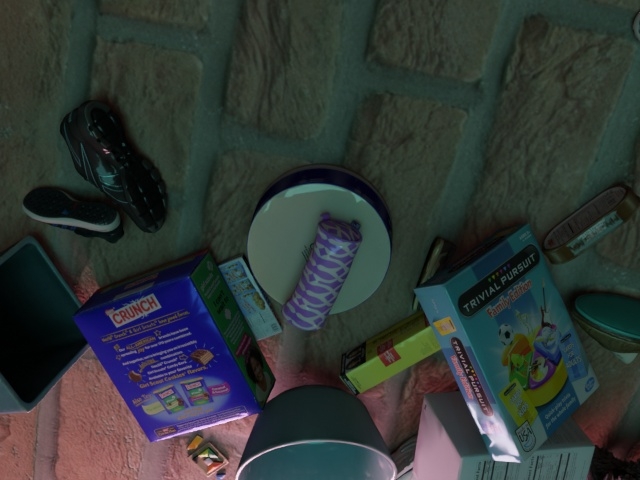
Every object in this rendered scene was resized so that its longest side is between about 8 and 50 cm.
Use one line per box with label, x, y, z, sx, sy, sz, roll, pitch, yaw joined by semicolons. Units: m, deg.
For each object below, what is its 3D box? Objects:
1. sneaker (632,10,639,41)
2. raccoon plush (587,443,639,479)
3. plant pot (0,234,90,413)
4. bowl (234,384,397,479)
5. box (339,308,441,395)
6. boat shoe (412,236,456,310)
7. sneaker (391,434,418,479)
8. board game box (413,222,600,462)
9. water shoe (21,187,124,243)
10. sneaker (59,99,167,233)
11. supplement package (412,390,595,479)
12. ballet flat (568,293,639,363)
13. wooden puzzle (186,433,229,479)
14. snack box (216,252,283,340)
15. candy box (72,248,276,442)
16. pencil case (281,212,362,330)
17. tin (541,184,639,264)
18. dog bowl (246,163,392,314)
sneaker;0.612;-0.373;1.254;0.229;0.132;0.086;-36;106;18
raccoon plush;0.665;0.519;1.503;0.299;0.446;0.216;1;87;5
plant pot;-0.633;0.179;1.539;0.252;0.247;0.248;-18;112;31
bowl;-0.012;0.399;1.587;0.311;0.163;0.311;-2;137;-2
box;0.148;0.210;1.566;0.232;0.087;0.058;-31;107;17
boat shoe;0.213;0.070;1.516;0.049;0.056;0.152;18;113;2
sneaker;0.162;0.510;1.697;0.235;0.090;0.095;-38;115;19
board game box;0.335;0.175;1.416;0.079;0.254;0.336;-15;102;54
water shoe;-0.467;-0.038;1.511;0.203;0.073;0.080;15;146;16
sneaker;-0.375;-0.128;1.472;0.106;0.101;0.267;-13;114;34
supplement package;0.341;0.421;1.545;0.263;0.199;0.198;-1;114;-14
ballet flat;0.630;0.179;1.517;0.342;0.116;0.124;3;133;-1
wooden puzzle;-0.245;0.477;1.749;0.116;0.014;0.078;43;110;-13
snack box;-0.140;0.114;1.581;0.064;0.022;0.178;-21;110;15
candy box;-0.279;0.211;1.572;0.268;0.122;0.317;-18;111;18
pencil case;-0.001;0.057;1.401;0.088;0.086;0.206;34;114;27
tin;0.476;-0.029;1.428;0.190;0.106;0.040;-39;97;17
dog bowl;0.000;0.000;1.477;0.265;0.104;0.265;2;114;4
